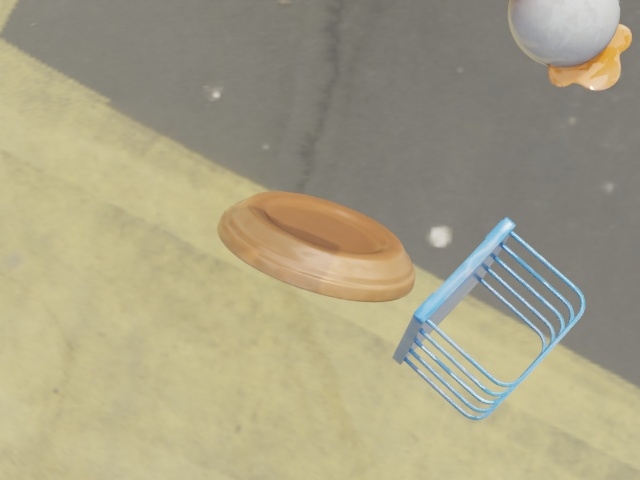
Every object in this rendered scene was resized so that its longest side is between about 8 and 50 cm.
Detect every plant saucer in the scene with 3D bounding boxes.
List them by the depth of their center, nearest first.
[{"bbox_3d":[0.000,0.000,1.476,0.200,0.200,0.037,8,111,-25],"label":"plant saucer"}]

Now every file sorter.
[{"bbox_3d":[0.147,0.078,1.331,0.104,0.170,0.118,43,76,8],"label":"file sorter"}]

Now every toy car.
[{"bbox_3d":[0.250,-0.269,1.540,0.210,0.219,0.238,-33,100,-11],"label":"toy car"}]
